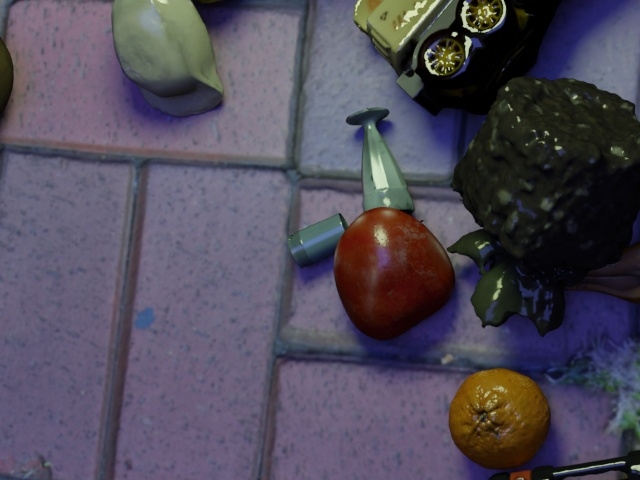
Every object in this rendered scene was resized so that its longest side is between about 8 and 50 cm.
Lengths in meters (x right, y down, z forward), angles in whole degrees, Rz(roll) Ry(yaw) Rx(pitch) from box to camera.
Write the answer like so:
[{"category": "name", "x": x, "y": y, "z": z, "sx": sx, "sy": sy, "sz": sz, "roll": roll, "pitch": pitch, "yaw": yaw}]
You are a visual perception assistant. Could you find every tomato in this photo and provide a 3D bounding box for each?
[{"category": "tomato", "x": 0.089, "y": 0.051, "z": 1.753, "sx": 0.166, "sy": 0.082, "sz": 0.174, "roll": -33, "pitch": 102, "yaw": 16}]

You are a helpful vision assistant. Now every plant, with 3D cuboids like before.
[{"category": "plant", "x": 0.286, "y": -0.039, "z": 1.666, "sx": 0.213, "sy": 0.215, "sz": 0.312, "roll": -3, "pitch": 126, "yaw": -20}]

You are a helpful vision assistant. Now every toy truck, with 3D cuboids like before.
[{"category": "toy truck", "x": 0.232, "y": -0.369, "z": 1.747, "sx": 0.254, "sy": 0.180, "sz": 0.405, "roll": 44, "pitch": 99, "yaw": 23}]

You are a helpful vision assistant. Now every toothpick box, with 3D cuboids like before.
[{"category": "toothpick box", "x": 0.000, "y": 0.000, "z": 1.831, "sx": 0.083, "sy": 0.052, "sz": 0.052, "roll": -25, "pitch": 78, "yaw": 10}]

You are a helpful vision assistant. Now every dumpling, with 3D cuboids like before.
[{"category": "dumpling", "x": -0.237, "y": -0.291, "z": 1.883, "sx": 0.162, "sy": 0.132, "sz": 0.250, "roll": -9, "pitch": 118, "yaw": 38}]

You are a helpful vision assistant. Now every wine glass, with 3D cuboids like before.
[{"category": "wine glass", "x": 0.081, "y": -0.104, "z": 1.813, "sx": 0.073, "sy": 0.073, "sz": 0.155, "roll": -16, "pitch": 76, "yaw": 13}]

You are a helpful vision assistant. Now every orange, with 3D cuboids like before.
[{"category": "orange", "x": 0.234, "y": 0.237, "z": 1.703, "sx": 0.135, "sy": 0.117, "sz": 0.136, "roll": 6, "pitch": 104, "yaw": 27}]

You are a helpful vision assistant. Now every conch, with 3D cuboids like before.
[{"category": "conch", "x": 0.433, "y": 0.036, "z": 1.695, "sx": 0.330, "sy": 0.093, "sz": 0.109, "roll": -16, "pitch": 71, "yaw": 32}]

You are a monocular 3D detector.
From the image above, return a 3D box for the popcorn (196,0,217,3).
[{"category": "popcorn", "x": -0.165, "y": -0.445, "z": 1.873, "sx": 0.197, "sy": 0.155, "sz": 0.198, "roll": -1, "pitch": 81, "yaw": 5}]

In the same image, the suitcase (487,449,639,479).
[{"category": "suitcase", "x": 0.365, "y": 0.380, "z": 1.654, "sx": 0.285, "sy": 0.066, "sz": 0.206, "roll": -12, "pitch": 98, "yaw": 14}]

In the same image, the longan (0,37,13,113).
[{"category": "longan", "x": -0.560, "y": -0.246, "z": 1.963, "sx": 0.204, "sy": 0.159, "sz": 0.185, "roll": -26, "pitch": 79, "yaw": 29}]
